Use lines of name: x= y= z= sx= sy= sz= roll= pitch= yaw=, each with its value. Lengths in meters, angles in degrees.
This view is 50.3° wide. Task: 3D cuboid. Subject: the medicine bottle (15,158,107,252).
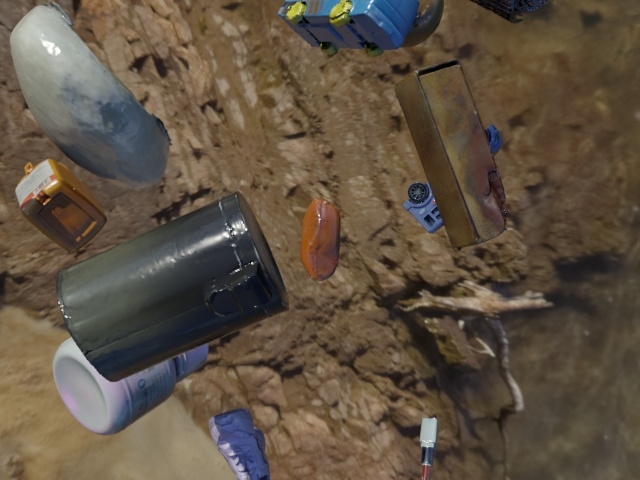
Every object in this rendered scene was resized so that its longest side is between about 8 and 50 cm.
medicine bottle: x=-0.557 y=-0.087 z=1.449 sx=0.112 sy=0.222 sz=0.149 roll=-44 pitch=127 yaw=-4

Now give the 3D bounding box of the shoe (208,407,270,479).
shoe: x=-0.165 y=0.454 z=1.459 sx=0.095 sy=0.138 sz=0.245 roll=-22 pitch=143 yaw=-2

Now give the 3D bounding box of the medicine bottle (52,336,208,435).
medicine bottle: x=-0.438 y=0.284 z=1.605 sx=0.241 sy=0.302 sz=0.241 roll=17 pitch=120 yaw=32

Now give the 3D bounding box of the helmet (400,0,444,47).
helmet: x=0.223 y=-0.573 z=1.752 sx=0.224 sy=0.198 sz=0.130 roll=-39 pitch=59 yaw=36

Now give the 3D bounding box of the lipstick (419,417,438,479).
lipstick: x=0.167 y=0.331 z=1.064 sx=0.025 sy=0.107 sz=0.025 roll=0 pitch=138 yaw=17

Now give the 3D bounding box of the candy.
candy: x=-0.457 y=-0.266 z=1.315 sx=0.186 sy=0.427 sz=0.386 roll=-42 pitch=87 yaw=-15

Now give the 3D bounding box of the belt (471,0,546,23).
belt: x=0.312 y=-0.454 z=0.896 sx=0.122 sy=0.260 sz=0.325 roll=35 pitch=77 yaw=20

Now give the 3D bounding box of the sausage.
sausage: x=0.000 y=0.000 z=1.445 sx=0.089 sy=0.089 sz=0.179 roll=7 pitch=78 yaw=-7

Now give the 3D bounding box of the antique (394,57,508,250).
antique: x=0.231 y=-0.143 z=1.166 sx=0.093 sy=0.087 sz=0.310 roll=-20 pitch=90 yaw=-21

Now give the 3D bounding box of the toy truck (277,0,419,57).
toy truck: x=0.059 y=-0.546 z=1.623 sx=0.161 sy=0.385 sz=0.162 roll=34 pitch=85 yaw=-37

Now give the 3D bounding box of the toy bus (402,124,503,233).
toy bus: x=0.346 y=-0.151 z=1.685 sx=0.292 sy=0.125 sz=0.133 roll=-42 pitch=80 yaw=12

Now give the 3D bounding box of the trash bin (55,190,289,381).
trash bin: x=-0.223 y=0.074 z=1.050 sx=0.301 sy=0.252 sz=0.203 roll=-23 pitch=117 yaw=1
